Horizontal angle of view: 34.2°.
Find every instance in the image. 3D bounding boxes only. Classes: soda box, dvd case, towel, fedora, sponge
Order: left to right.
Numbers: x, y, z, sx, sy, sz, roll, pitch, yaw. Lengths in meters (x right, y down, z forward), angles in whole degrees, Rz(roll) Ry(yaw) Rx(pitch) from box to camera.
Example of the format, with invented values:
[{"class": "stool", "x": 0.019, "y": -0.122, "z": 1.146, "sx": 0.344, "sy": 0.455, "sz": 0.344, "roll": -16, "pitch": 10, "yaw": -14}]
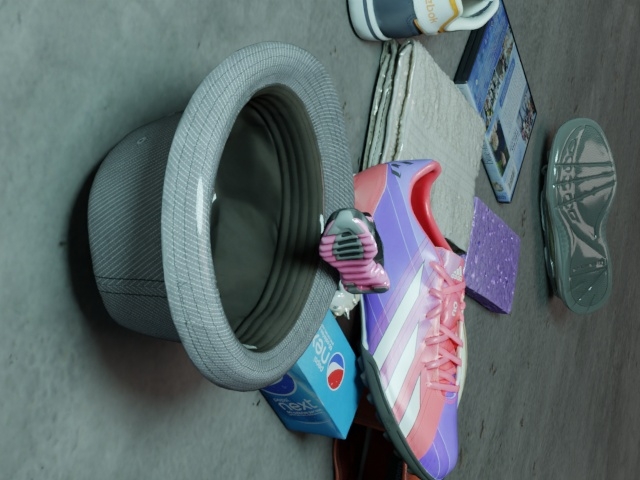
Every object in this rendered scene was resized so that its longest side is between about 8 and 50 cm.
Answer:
[{"class": "fedora", "x": -0.080, "y": -0.018, "z": 0.774, "sx": 0.275, "sy": 0.124, "sz": 0.243, "roll": -60, "pitch": 144, "yaw": -50}, {"class": "soda box", "x": -0.027, "y": 0.094, "z": 0.944, "sx": 0.071, "sy": 0.067, "sz": 0.210, "roll": -66, "pitch": 145, "yaw": -32}, {"class": "towel", "x": 0.132, "y": -0.103, "z": 1.230, "sx": 0.282, "sy": 0.049, "sz": 0.187, "roll": 29, "pitch": 69, "yaw": -59}, {"class": "sponge", "x": 0.227, "y": 0.024, "z": 1.433, "sx": 0.210, "sy": 0.031, "sz": 0.117, "roll": 31, "pitch": 66, "yaw": -59}, {"class": "dvd case", "x": 0.250, "y": -0.198, "z": 1.459, "sx": 0.253, "sy": 0.022, "sz": 0.180, "roll": 59, "pitch": 43, "yaw": -46}]

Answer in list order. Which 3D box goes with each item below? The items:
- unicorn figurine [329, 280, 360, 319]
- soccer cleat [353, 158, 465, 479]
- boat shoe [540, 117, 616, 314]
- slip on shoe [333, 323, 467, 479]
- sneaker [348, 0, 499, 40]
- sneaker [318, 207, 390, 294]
[{"class": "unicorn figurine", "x": 0.000, "y": 0.000, "z": 0.965, "sx": 0.111, "sy": 0.060, "sz": 0.162, "roll": 26, "pitch": 68, "yaw": -41}, {"class": "soccer cleat", "x": 0.096, "y": 0.072, "z": 1.014, "sx": 0.108, "sy": 0.116, "sz": 0.318, "roll": 22, "pitch": 52, "yaw": -66}, {"class": "boat shoe", "x": 0.410, "y": -0.042, "z": 1.697, "sx": 0.118, "sy": 0.103, "sz": 0.320, "roll": -12, "pitch": 106, "yaw": -14}, {"class": "slip on shoe", "x": 0.077, "y": 0.173, "z": 1.101, "sx": 0.101, "sy": 0.123, "sz": 0.331, "roll": 11, "pitch": 88, "yaw": -57}, {"class": "sneaker", "x": 0.152, "y": -0.307, "z": 1.165, "sx": 0.321, "sy": 0.127, "sz": 0.126, "roll": -53, "pitch": 136, "yaw": -47}, {"class": "sneaker", "x": 0.028, "y": -0.002, "z": 0.822, "sx": 0.119, "sy": 0.047, "sz": 0.057, "roll": 67, "pitch": 26, "yaw": -61}]
